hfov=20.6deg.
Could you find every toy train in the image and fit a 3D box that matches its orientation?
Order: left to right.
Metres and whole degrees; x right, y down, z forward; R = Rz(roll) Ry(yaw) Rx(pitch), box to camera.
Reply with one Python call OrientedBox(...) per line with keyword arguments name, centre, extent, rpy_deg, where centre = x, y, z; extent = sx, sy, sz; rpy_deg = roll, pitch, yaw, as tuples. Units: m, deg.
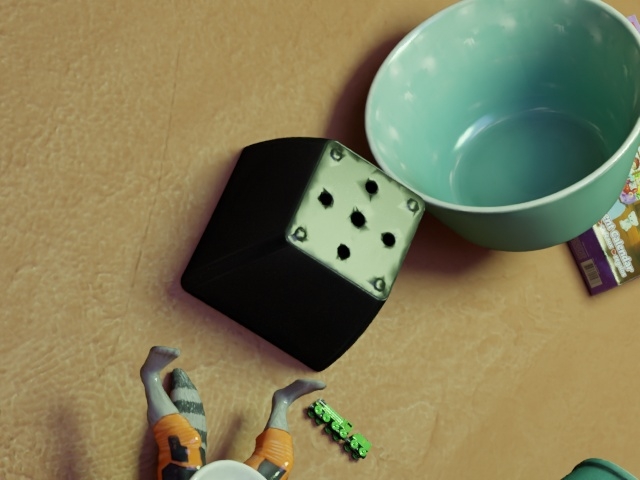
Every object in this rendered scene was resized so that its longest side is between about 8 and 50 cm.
OrientedBox(name="toy train", centre=(0.021, 0.198, 1.856), extent=(0.083, 0.017, 0.024), rpy_deg=(45, 50, -11))

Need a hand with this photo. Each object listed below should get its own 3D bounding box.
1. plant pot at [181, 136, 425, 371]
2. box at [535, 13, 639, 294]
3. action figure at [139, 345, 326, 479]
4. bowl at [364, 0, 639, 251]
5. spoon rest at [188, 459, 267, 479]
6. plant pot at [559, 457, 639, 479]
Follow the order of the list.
OrientedBox(name="plant pot", centre=(0.000, 0.000, 1.814), extent=(0.188, 0.167, 0.187), rpy_deg=(33, 63, -18))
OrientedBox(name="box", centre=(0.350, -0.105, 2.098), extent=(0.201, 0.057, 0.293), rpy_deg=(-23, 87, -32))
OrientedBox(name="action figure", centre=(-0.079, 0.293, 1.725), extent=(0.341, 0.178, 0.330), rpy_deg=(21, 72, -49))
OrientedBox(name="bowl", centre=(0.217, -0.111, 1.921), extent=(0.311, 0.311, 0.163), rpy_deg=(-65, 150, -26))
OrientedBox(name="spoon rest", centre=(-0.035, 0.306, 1.573), extent=(0.276, 0.084, 0.137), rpy_deg=(49, 45, -30))
OrientedBox(name="plant pot", centre=(0.238, 0.399, 1.785), extent=(0.255, 0.271, 0.272), rpy_deg=(-27, 89, -18))
